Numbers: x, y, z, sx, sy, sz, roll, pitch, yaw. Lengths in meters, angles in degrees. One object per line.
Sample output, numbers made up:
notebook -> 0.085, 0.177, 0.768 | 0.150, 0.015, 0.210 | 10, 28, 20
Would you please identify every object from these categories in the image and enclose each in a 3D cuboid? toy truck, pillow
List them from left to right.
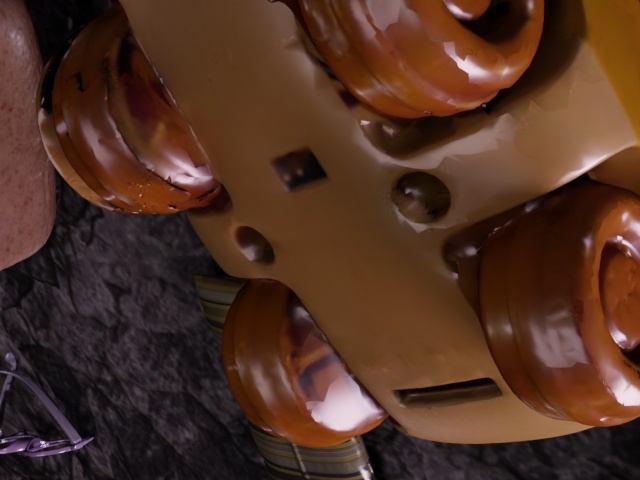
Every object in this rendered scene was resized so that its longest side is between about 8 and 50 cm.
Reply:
pillow -> -0.025, 0.114, 0.833 | 0.113, 0.038, 0.203 | 1, 121, 38
toy truck -> 0.048, -0.039, 0.451 | 0.204, 0.211, 0.288 | -16, 113, 44

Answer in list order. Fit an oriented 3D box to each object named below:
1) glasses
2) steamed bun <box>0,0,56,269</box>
glasses -> -0.291, 0.155, 1.085 | 0.140, 0.062, 0.104 | -7, 93, 41
steamed bun -> -0.314, -0.101, 0.805 | 0.301, 0.199, 0.252 | 9, 108, 24
